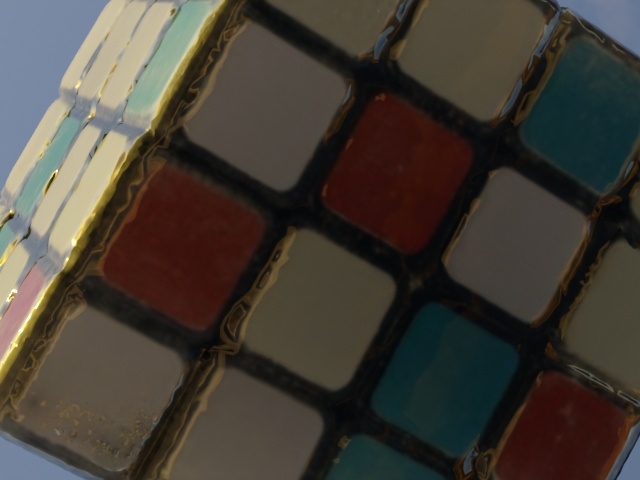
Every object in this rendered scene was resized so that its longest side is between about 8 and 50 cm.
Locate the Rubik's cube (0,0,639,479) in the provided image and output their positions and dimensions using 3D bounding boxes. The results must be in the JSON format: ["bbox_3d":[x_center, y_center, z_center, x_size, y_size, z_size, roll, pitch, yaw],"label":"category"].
[{"bbox_3d":[0.000,0.001,0.721,0.253,0.259,0.256,30,-94,-20],"label":"Rubik's cube"}]
